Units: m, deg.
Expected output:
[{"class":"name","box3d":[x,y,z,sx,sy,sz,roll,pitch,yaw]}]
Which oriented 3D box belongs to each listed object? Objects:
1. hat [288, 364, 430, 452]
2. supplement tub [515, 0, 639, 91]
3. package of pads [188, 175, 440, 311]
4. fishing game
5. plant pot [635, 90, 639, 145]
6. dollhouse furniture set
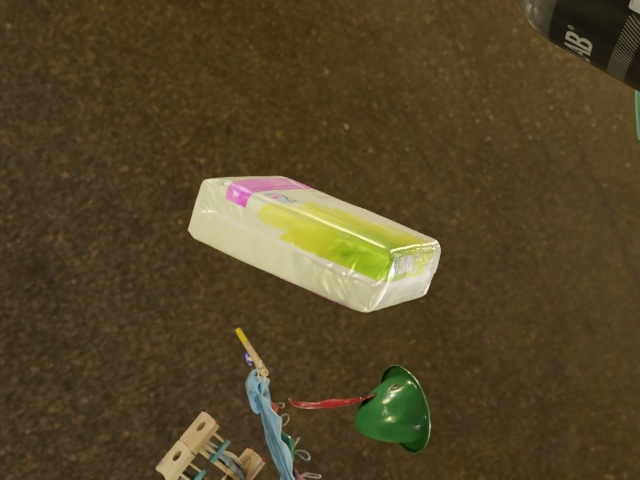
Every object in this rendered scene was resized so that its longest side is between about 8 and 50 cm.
[{"class":"hat","box3d":[0.080,0.341,1.952,0.184,0.208,0.173,-11,75,-25]},{"class":"supplement tub","box3d":[0.248,-0.152,0.534,0.338,0.207,0.207,33,35,14]},{"class":"package of pads","box3d":[0.000,0.000,1.441,0.297,0.101,0.229,24,12,22]},{"class":"fishing game","box3d":[-0.034,0.221,1.087,0.041,0.189,0.264,-18,103,-10]},{"class":"plant pot","box3d":[0.461,-0.110,0.848,0.341,0.334,0.341,-8,90,-89]},{"class":"dollhouse furniture set","box3d":[-0.158,0.392,1.708,0.129,0.184,0.129,44,78,-27]}]
